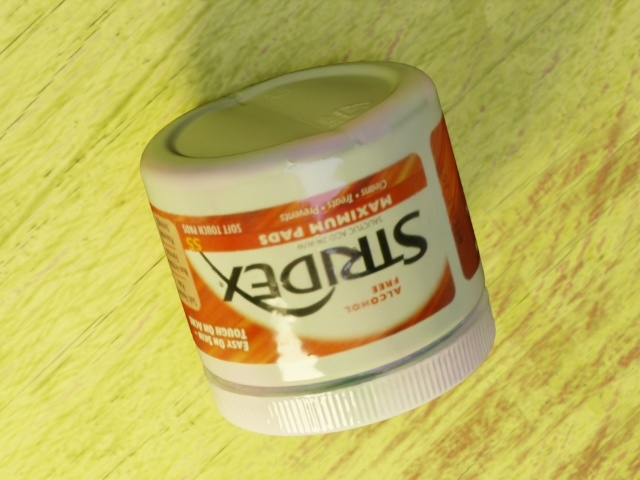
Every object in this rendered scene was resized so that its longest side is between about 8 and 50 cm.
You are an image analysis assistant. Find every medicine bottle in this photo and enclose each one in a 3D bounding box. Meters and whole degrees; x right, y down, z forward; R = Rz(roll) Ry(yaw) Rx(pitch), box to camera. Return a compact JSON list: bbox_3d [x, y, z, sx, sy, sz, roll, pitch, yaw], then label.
[{"bbox_3d":[0.000,0.000,1.580,0.252,0.252,0.241,-21,111,-12],"label":"medicine bottle"}]
